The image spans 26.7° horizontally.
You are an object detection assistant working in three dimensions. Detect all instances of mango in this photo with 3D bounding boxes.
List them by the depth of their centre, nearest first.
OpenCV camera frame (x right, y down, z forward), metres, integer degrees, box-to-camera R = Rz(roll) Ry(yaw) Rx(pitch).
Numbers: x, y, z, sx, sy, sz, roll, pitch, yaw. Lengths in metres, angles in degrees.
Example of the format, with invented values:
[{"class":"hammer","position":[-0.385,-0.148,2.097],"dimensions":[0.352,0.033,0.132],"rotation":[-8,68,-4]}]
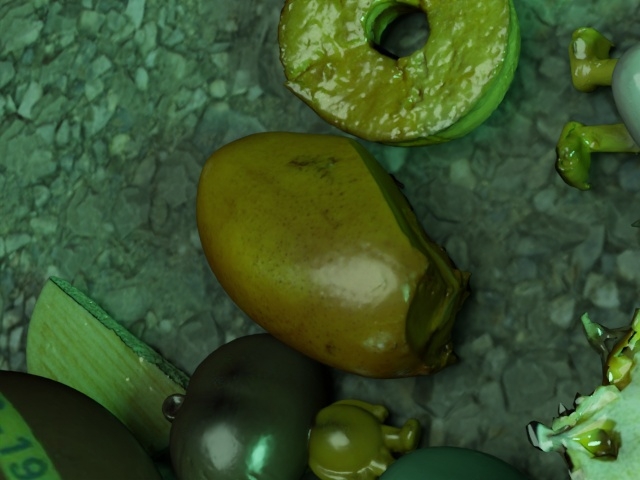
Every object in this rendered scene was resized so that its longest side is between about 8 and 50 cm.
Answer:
[{"class":"mango","position":[0.000,0.000,0.994],"dimensions":[0.252,0.126,0.154],"rotation":[39,87,32]}]

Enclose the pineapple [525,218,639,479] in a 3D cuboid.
[{"class":"pineapple","position":[0.302,0.132,0.684],"dimensions":[0.353,0.300,0.352],"rotation":[-7,77,29]}]

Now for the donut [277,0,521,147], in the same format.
[{"class":"donut","position":[0.066,-0.153,1.021],"dimensions":[0.190,0.075,0.174],"rotation":[19,86,28]}]

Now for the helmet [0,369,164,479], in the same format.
[{"class":"helmet","position":[-0.211,0.244,0.985],"dimensions":[0.385,0.230,0.337],"rotation":[46,142,35]}]

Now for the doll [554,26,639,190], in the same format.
[{"class":"doll","position":[0.324,-0.095,0.847],"dimensions":[0.365,0.094,0.160],"rotation":[1,72,29]}]

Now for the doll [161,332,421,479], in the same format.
[{"class":"doll","position":[-0.028,0.149,0.992],"dimensions":[0.188,0.096,0.145],"rotation":[34,72,22]}]

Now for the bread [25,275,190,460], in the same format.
[{"class":"bread","position":[-0.181,0.125,1.123],"dimensions":[0.193,0.036,0.112],"rotation":[34,102,28]}]

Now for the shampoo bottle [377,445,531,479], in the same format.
[{"class":"shampoo bottle","position":[0.032,0.294,0.892],"dimensions":[0.222,0.151,0.349],"rotation":[38,98,27]}]
